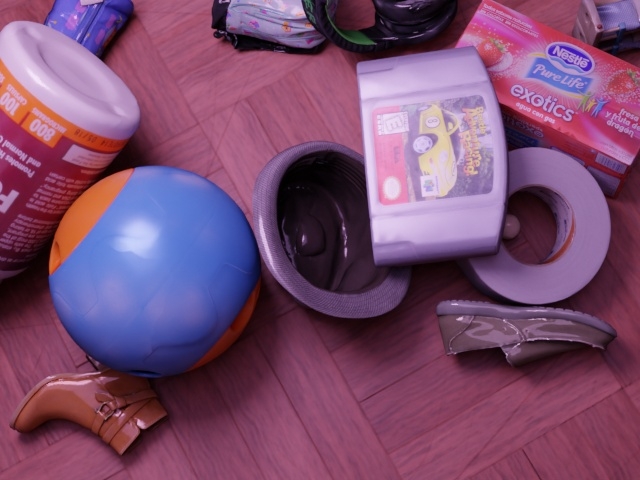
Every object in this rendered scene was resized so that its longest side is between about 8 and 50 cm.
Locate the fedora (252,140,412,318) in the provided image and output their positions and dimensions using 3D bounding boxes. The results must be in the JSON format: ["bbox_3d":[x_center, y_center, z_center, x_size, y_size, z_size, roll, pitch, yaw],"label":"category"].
[{"bbox_3d":[0.000,0.000,1.688,0.243,0.124,0.275,-3,69,-28],"label":"fedora"}]

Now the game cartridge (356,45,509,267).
[{"bbox_3d":[0.157,-0.118,1.631,0.196,0.060,0.294,-7,78,7],"label":"game cartridge"}]

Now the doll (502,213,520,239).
[{"bbox_3d":[0.197,-0.033,1.744,0.189,0.046,0.129,8,75,7],"label":"doll"}]

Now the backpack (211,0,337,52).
[{"bbox_3d":[-0.064,-0.364,1.833,0.182,0.115,0.152,18,73,7],"label":"backpack"}]

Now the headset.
[{"bbox_3d":[0.161,-0.402,1.762,0.394,0.243,0.185,-22,46,-27],"label":"headset"}]

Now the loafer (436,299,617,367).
[{"bbox_3d":[0.285,0.136,1.671,0.251,0.094,0.087,5,85,11],"label":"loafer"}]

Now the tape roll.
[{"bbox_3d":[0.293,-0.018,1.685,0.219,0.072,0.219,1,86,-8],"label":"tape roll"}]

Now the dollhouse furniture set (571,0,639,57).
[{"bbox_3d":[0.466,-0.270,1.751,0.129,0.129,0.184,-15,72,0],"label":"dollhouse furniture set"}]

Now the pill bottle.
[{"bbox_3d":[-0.449,-0.090,1.662,0.224,0.224,0.392,46,108,16],"label":"pill bottle"}]

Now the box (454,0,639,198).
[{"bbox_3d":[0.334,-0.203,1.731,0.300,0.154,0.142,28,77,14],"label":"box"}]

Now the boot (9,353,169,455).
[{"bbox_3d":[-0.327,0.247,1.690,0.197,0.073,0.152,-39,78,-5],"label":"boot"}]

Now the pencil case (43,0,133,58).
[{"bbox_3d":[-0.400,-0.281,1.828,0.119,0.133,0.306,34,77,-20],"label":"pencil case"}]

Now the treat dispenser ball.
[{"bbox_3d":[-0.224,0.042,1.629,0.288,0.288,0.288,-1,73,4],"label":"treat dispenser ball"}]
